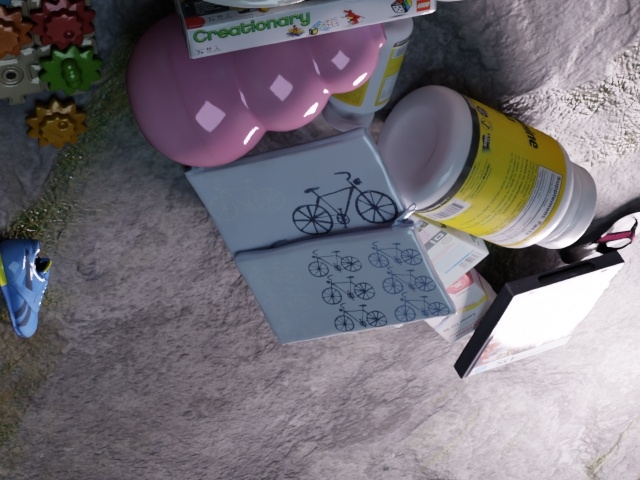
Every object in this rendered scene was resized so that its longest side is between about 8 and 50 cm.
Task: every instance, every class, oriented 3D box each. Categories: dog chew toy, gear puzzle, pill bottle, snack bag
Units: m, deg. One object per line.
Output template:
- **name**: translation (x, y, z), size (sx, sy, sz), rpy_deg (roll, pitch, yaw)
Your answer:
- **dog chew toy**: translation (-0.077, -0.222, 1.648), size (0.331, 0.207, 0.207), rpy_deg (-18, 140, 10)
- **gear puzzle**: translation (-0.371, -0.236, 1.663), size (0.175, 0.044, 0.339), rpy_deg (-11, 139, -9)
- **pill bottle**: translation (0.259, -0.098, 1.944), size (0.334, 0.188, 0.188), rpy_deg (19, 127, -36)
- **snack bag**: translation (0.000, 0.000, 1.892), size (0.323, 0.037, 0.343), rpy_deg (-10, 121, 29)
- **pill bottle**: translation (0.057, -0.241, 1.773), size (0.103, 0.103, 0.184), rpy_deg (-1, 137, -19)

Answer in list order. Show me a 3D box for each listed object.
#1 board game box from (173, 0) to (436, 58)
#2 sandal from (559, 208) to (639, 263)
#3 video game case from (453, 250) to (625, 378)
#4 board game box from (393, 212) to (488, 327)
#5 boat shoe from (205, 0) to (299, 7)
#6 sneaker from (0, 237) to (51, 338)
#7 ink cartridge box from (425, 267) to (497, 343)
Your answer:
- **board game box**: translation (-0.031, -0.328, 1.575), size (0.305, 0.193, 0.053), rpy_deg (-12, 140, -8)
- **sandal**: translation (0.510, 0.002, 2.261), size (0.179, 0.040, 0.067), rpy_deg (-29, 138, 13)
- **video game case**: translation (0.389, 0.136, 2.300), size (0.248, 0.035, 0.275), rpy_deg (-14, 149, -26)
- **board game box**: translation (0.084, 0.007, 2.066), size (0.303, 0.098, 0.224), rpy_deg (24, 124, -39)
- **boat shoe**: translation (0.001, -0.346, 1.487), size (0.324, 0.117, 0.097), rpy_deg (-7, 139, -3)
- **sneaker**: translation (-0.446, 0.076, 1.966), size (0.082, 0.069, 0.209), rpy_deg (-13, 139, -12)
- **ink cartridge box**: translation (0.240, 0.107, 2.257), size (0.115, 0.067, 0.198), rpy_deg (-33, 138, 15)
